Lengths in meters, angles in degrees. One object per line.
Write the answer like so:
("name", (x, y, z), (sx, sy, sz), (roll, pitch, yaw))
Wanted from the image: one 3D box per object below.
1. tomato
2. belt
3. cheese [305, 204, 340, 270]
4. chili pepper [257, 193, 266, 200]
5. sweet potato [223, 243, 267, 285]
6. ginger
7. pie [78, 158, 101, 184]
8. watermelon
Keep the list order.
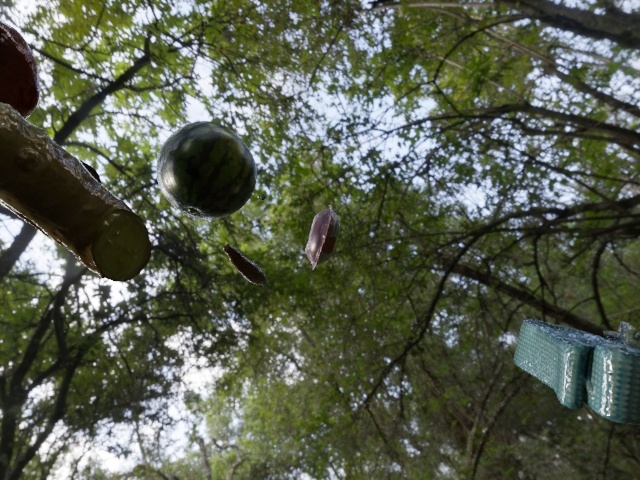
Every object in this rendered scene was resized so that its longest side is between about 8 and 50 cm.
("tomato", (-0.651, -0.349, 0.848), (0.140, 0.232, 0.200), (-26, -5, 37))
("belt", (0.209, 0.094, 0.329), (0.179, 0.100, 0.065), (13, -94, -75))
("cheese", (0.000, 0.000, 1.254), (0.286, 0.074, 0.188), (117, 170, -73))
("chili pepper", (-0.205, -0.152, 1.540), (0.027, 0.083, 0.022), (26, -89, -13))
("sweet potato", (-0.222, 0.085, 1.347), (0.057, 0.057, 0.264), (-36, -32, -3))
("ginger", (-0.399, -0.062, 0.682), (0.126, 0.190, 0.354), (-55, -53, -27))
("pie", (-0.588, -0.146, 0.976), (0.191, 0.033, 0.088), (-10, -43, -33))
("watermelon", (-0.327, -0.201, 1.277), (0.285, 0.285, 0.285), (-23, -39, -20))
